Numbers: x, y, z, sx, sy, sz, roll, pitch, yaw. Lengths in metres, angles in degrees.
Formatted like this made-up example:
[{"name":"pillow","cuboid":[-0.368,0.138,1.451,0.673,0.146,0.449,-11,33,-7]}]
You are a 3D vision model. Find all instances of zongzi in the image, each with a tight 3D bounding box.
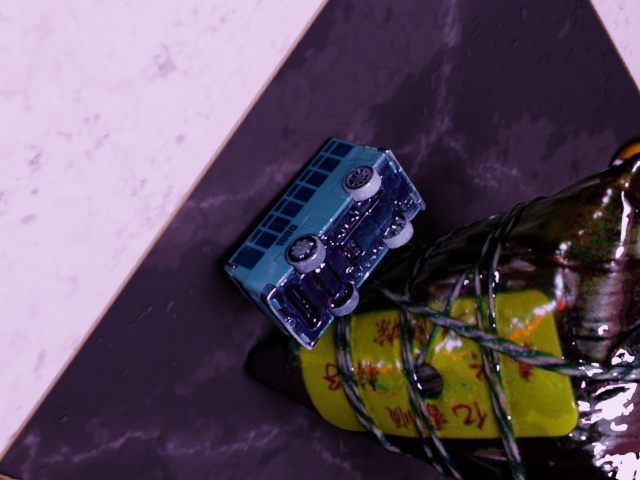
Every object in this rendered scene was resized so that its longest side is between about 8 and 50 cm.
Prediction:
[{"name":"zongzi","cuboid":[0.179,0.145,0.901,0.319,0.383,0.362,-16,88,-35]}]

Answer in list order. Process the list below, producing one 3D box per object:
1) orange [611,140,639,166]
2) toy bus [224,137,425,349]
[{"name":"orange","cuboid":[0.368,-0.077,1.220,0.086,0.062,0.086,-24,126,-37]},{"name":"toy bus","cuboid":[0.000,0.000,0.881,0.160,0.092,0.079,-52,131,-16]}]
